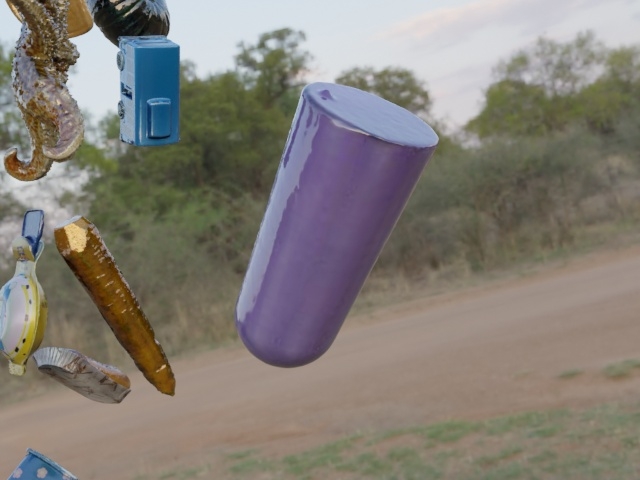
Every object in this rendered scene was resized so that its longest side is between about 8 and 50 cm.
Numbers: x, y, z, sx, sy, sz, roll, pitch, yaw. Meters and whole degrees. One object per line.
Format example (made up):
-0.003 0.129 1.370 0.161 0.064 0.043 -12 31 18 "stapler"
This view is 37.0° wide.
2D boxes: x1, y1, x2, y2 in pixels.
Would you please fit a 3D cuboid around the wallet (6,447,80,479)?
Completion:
-0.539 0.493 1.742 0.141 0.202 0.059 26 -25 21 "wallet"

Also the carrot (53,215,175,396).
-0.299 0.107 1.425 0.066 0.314 0.066 -23 18 8 "carrot"

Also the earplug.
0.000 0.000 1.483 0.215 0.456 0.215 19 23 -8 "earplug"

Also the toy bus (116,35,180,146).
-0.291 -0.249 1.626 0.090 0.185 0.106 -9 24 -30 "toy bus"

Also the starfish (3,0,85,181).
-0.343 -0.221 1.154 0.113 0.312 0.303 -3 -27 -11 "starfish"

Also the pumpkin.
-0.392 -0.483 1.965 0.140 0.202 0.202 -31 -6 20 "pumpkin"

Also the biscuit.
-0.509 -0.445 1.742 0.142 0.220 0.029 -46 1 33 "biscuit"

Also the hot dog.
-0.402 0.229 1.633 0.108 0.059 0.191 -7 -30 27 "hot dog"

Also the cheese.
-0.446 0.076 1.433 0.064 0.250 0.156 10 -8 -36 "cheese"
